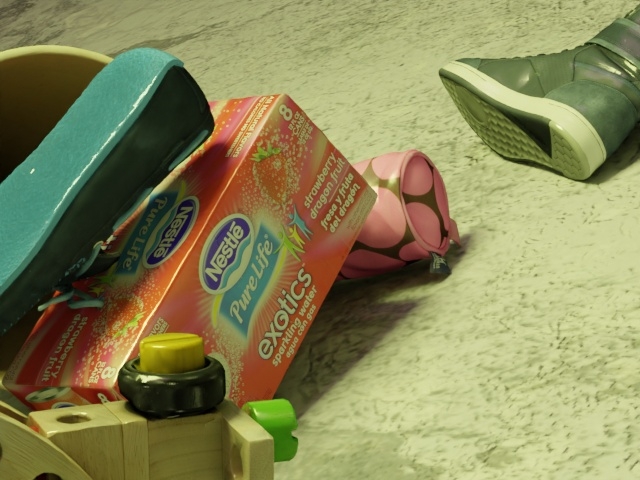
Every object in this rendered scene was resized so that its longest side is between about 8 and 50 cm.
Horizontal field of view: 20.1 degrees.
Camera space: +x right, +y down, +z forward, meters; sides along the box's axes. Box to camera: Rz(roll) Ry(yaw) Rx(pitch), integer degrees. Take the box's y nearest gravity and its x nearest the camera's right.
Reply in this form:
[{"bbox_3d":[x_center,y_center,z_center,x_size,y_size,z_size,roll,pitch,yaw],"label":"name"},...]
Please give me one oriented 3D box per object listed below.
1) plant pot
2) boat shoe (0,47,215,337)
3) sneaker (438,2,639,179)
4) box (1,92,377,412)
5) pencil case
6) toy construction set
[{"bbox_3d":[-0.251,-0.006,1.429,0.256,0.256,0.274,-34,12,-25],"label":"plant pot"},{"bbox_3d":[-0.160,-0.005,1.185,0.258,0.089,0.109,-46,40,-1],"label":"boat shoe"},{"bbox_3d":[0.211,-0.139,1.497,0.163,0.086,0.226,-40,32,-12],"label":"sneaker"},{"bbox_3d":[-0.086,0.032,1.255,0.128,0.122,0.257,-2,50,46],"label":"box"},{"bbox_3d":[0.000,0.000,1.407,0.209,0.098,0.095,-13,67,27],"label":"pencil case"},{"bbox_3d":[-0.134,0.177,0.998,0.237,0.257,0.309,-13,-9,-24],"label":"toy construction set"}]
